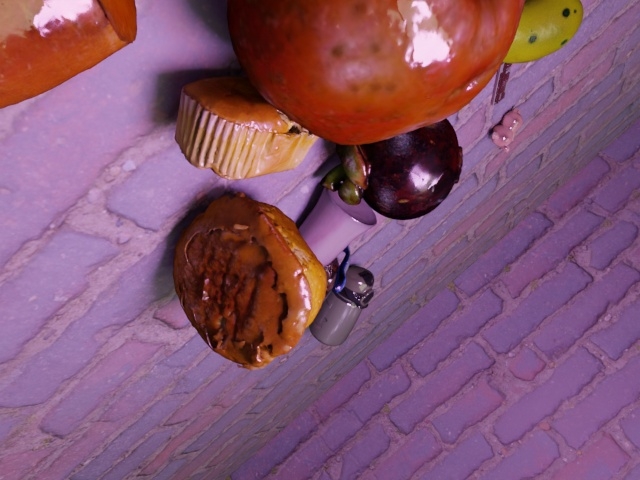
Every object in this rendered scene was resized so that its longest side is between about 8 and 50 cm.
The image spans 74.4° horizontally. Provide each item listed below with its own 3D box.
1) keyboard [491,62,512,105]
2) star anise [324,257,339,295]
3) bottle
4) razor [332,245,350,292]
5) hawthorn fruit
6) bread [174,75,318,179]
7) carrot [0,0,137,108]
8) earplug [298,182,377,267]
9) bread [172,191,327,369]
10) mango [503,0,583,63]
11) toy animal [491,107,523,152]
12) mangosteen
[{"bbox_3d":[0.562,-0.490,1.307,0.055,0.017,0.165,-37,151,-6],"label":"keyboard"},{"bbox_3d":[-0.022,0.157,1.439,0.236,0.109,0.223,-47,155,8],"label":"star anise"},{"bbox_3d":[0.088,0.243,1.626,0.169,0.168,0.346,-9,136,-44],"label":"bottle"},{"bbox_3d":[0.065,0.062,1.242,0.093,0.056,0.324,-57,-168,25],"label":"razor"},{"bbox_3d":[0.092,-0.327,0.567,0.403,0.402,0.402,-29,150,-19],"label":"hawthorn fruit"},{"bbox_3d":[-0.124,-0.201,0.732,0.250,0.179,0.133,-10,136,-44],"label":"bread"},{"bbox_3d":[-0.337,-0.230,0.406,0.332,0.214,0.193,-29,149,-13],"label":"carrot"},{"bbox_3d":[0.000,0.000,1.194,0.173,0.172,0.301,1,137,-51],"label":"earplug"},{"bbox_3d":[-0.148,0.084,0.924,0.337,0.358,0.204,-40,165,33],"label":"bread"},{"bbox_3d":[0.536,-0.545,1.080,0.294,0.142,0.175,-19,144,-17],"label":"mango"},{"bbox_3d":[0.661,-0.396,1.494,0.150,0.084,0.089,-65,168,9],"label":"toy animal"},{"bbox_3d":[0.189,-0.189,1.036,0.312,0.311,0.311,-29,150,-19],"label":"mangosteen"}]
